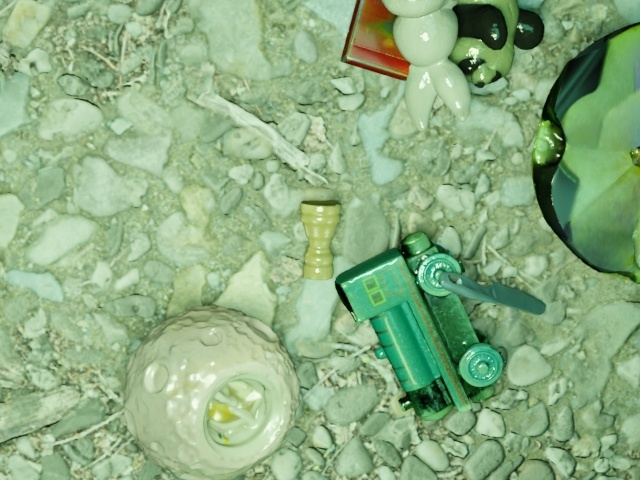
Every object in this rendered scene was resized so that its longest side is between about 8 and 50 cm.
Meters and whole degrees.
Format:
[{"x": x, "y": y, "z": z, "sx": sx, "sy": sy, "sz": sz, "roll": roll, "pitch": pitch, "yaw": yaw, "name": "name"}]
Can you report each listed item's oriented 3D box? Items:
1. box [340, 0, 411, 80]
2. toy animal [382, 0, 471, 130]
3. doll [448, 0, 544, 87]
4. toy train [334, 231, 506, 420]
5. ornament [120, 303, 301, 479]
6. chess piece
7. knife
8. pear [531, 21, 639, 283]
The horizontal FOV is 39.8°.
[{"x": 0.108, "y": -0.350, "z": 1.385, "sx": 0.112, "sy": 0.048, "sz": 0.175, "roll": 15, "pitch": 92, "yaw": -12, "name": "box"}, {"x": 0.166, "y": -0.287, "z": 1.336, "sx": 0.104, "sy": 0.130, "sz": 0.220, "roll": -6, "pitch": 123, "yaw": 18, "name": "toy animal"}, {"x": 0.262, "y": -0.354, "z": 1.369, "sx": 0.144, "sy": 0.135, "sz": 0.234, "roll": -10, "pitch": 100, "yaw": -44, "name": "doll"}, {"x": 0.163, "y": 0.142, "z": 1.408, "sx": 0.194, "sy": 0.120, "sz": 0.298, "roll": -26, "pitch": 98, "yaw": 1, "name": "toy train"}, {"x": -0.165, "y": 0.222, "z": 1.298, "sx": 0.259, "sy": 0.225, "sz": 0.259, "roll": -7, "pitch": 104, "yaw": -31, "name": "ornament"}, {"x": 0.000, "y": 0.000, "z": 1.394, "sx": 0.066, "sy": 0.066, "sz": 0.122, "roll": -1, "pitch": 100, "yaw": -9, "name": "chess piece"}, {"x": 0.274, "y": 0.083, "z": 1.378, "sx": 0.313, "sy": 0.019, "sz": 0.044, "roll": 18, "pitch": 52, "yaw": -45, "name": "knife"}, {"x": 0.499, "y": -0.135, "z": 1.407, "sx": 0.399, "sy": 0.165, "sz": 0.398, "roll": -1, "pitch": 95, "yaw": -9, "name": "pear"}]
